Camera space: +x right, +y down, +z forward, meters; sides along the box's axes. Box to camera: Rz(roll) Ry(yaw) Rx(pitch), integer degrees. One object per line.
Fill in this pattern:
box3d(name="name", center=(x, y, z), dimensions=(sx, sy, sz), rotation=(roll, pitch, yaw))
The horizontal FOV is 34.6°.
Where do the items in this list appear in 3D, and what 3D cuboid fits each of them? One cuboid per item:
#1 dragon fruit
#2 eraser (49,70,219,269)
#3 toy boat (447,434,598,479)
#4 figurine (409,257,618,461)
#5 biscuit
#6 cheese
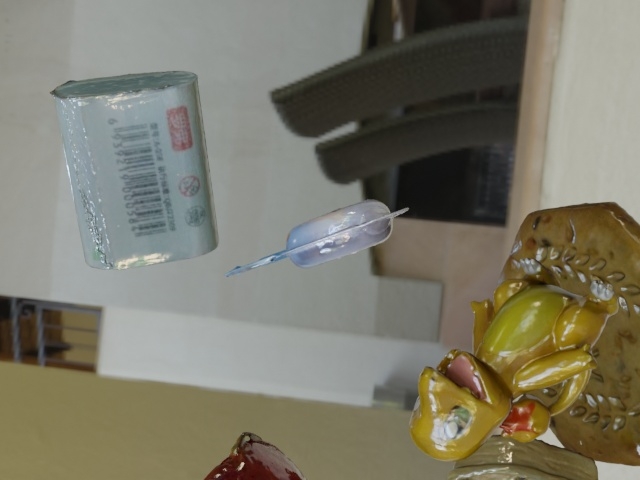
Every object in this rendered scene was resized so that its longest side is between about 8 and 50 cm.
box3d(name="dragon fruit", center=(-0.027, 0.248, 0.859), dimensions=(0.120, 0.161, 0.127), rotation=(-47, -20, -26))
box3d(name="eraser", center=(-0.224, -0.086, 1.262), dimensions=(0.081, 0.174, 0.227), rotation=(-107, 11, -62))
box3d(name="toy boat", center=(0.241, 0.292, 1.247), dimensions=(0.116, 0.188, 0.061), rotation=(120, 164, -46))
box3d(name="figurine", center=(0.139, 0.106, 0.755), dimensions=(0.176, 0.121, 0.122), rotation=(-33, -56, -22))
box3d(name="biscuit", center=(0.349, 0.122, 1.325), dimensions=(0.359, 0.046, 0.359), rotation=(31, 127, 53))
box3d(name="cheese", center=(0.000, 0.000, 1.158), dimensions=(0.135, 0.244, 0.052), rotation=(-17, -92, -42))
